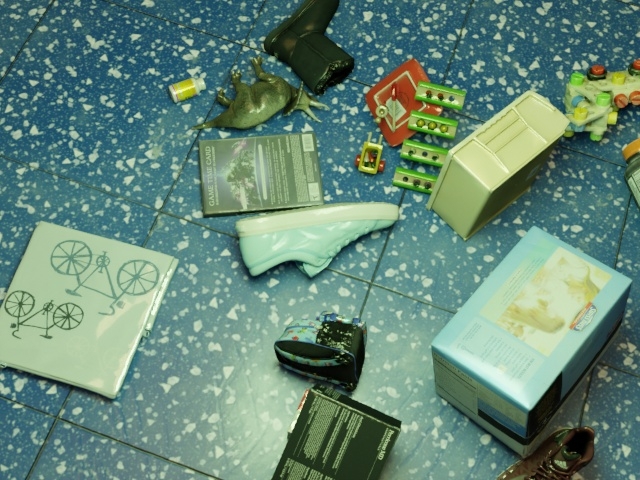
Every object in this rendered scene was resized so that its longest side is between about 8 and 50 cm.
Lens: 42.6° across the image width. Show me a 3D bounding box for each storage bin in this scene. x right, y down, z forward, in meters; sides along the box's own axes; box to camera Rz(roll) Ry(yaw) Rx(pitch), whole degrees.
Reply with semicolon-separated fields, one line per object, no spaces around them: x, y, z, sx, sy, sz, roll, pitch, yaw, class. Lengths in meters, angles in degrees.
0.385;-0.160;1.787;0.260;0.262;0.123;-38;73;-18;storage bin

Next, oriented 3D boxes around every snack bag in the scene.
-0.504;0.143;1.727;0.323;0.037;0.342;15;65;5;snack bag

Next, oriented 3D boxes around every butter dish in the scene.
0.212;-0.318;1.938;0.160;0.118;0.160;-35;71;25;butter dish

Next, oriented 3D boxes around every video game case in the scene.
-0.138;-0.153;1.889;0.274;0.026;0.196;-5;66;-4;video game case

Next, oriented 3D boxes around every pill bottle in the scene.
0.775;-0.116;1.860;0.131;0.130;0.245;-13;66;-9;pill bottle
-0.319;-0.363;1.966;0.083;0.043;0.043;-23;68;-12;pill bottle

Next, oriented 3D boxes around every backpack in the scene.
-0.001;0.215;1.661;0.173;0.158;0.116;9;56;14;backpack

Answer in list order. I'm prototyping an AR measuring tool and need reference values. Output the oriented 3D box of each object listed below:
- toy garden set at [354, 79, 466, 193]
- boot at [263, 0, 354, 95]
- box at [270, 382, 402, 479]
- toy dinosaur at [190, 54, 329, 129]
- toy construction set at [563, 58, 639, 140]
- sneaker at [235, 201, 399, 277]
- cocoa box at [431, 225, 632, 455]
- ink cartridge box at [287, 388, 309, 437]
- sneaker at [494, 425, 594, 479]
0.196;-0.237;1.848;0.204;0.049;0.244;15;107;6;toy garden set
0.012;-0.485;2.010;0.207;0.094;0.246;42;75;18;boot
0.019;0.427;1.537;0.184;0.103;0.261;24;90;10;box
-0.152;-0.327;1.918;0.314;0.121;0.160;-22;56;-17;toy dinosaur
0.718;-0.323;1.941;0.328;0.151;0.215;4;40;-9;toy construction set
0.000;0.000;1.790;0.366;0.135;0.150;-9;97;-13;sneaker
0.412;0.193;1.617;0.231;0.228;0.347;33;67;29;cocoa box
0.014;0.370;1.636;0.135;0.056;0.099;22;66;7;ink cartridge box
0.421;0.446;1.563;0.106;0.162;0.281;42;70;15;sneaker
